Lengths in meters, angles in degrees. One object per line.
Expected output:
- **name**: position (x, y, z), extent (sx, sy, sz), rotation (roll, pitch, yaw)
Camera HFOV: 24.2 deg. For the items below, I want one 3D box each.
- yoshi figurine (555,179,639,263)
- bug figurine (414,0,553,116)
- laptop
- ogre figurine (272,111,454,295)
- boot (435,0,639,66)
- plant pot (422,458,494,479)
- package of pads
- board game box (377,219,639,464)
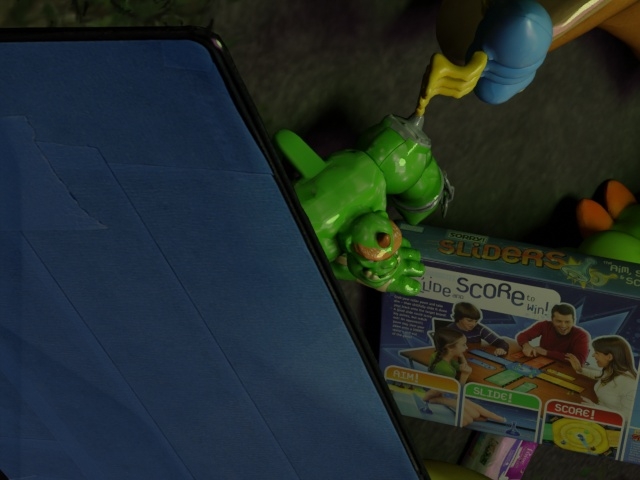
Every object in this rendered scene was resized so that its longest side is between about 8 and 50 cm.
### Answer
- **yoshi figurine**: position (0.293, 0.080, 1.099), extent (0.362, 0.203, 0.203), rotation (5, 122, -43)
- **bug figurine**: position (0.118, -0.190, 0.691), extent (0.216, 0.072, 0.279), rotation (100, 7, -84)
- **laptop**: position (-0.198, 0.123, 0.612), extent (0.408, 0.236, 0.382), rotation (-41, 139, -14)
- **ogre figurine**: position (0.000, 0.000, 0.831), extent (0.197, 0.096, 0.118), rotation (-19, 151, -14)
- **boot**: position (0.202, -0.139, 0.908), extent (0.295, 0.104, 0.211), rotation (-44, 140, -17)
- **plant pot**: position (0.081, 0.272, 1.009), extent (0.254, 0.254, 0.239), rotation (-59, 155, 9)
- **package of pads**: position (0.140, 0.151, 1.124), extent (0.050, 0.032, 0.083), rotation (4, 116, -44)
- **board game box**: position (0.137, 0.067, 0.939), extent (0.035, 0.201, 0.136), rotation (-64, 161, -51)
